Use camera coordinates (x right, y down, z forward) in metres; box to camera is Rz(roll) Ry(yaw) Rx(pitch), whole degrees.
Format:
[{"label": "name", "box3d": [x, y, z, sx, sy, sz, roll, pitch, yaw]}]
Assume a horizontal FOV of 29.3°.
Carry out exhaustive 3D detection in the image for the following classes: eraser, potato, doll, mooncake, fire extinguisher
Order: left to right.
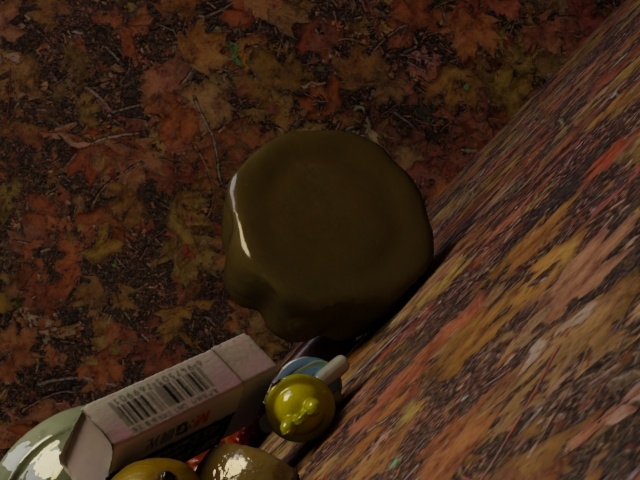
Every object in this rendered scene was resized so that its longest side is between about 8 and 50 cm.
[{"label": "eraser", "box3d": [-0.190, 0.227, 1.584, 0.287, 0.086, 0.130, -22, -32, -43]}, {"label": "potato", "box3d": [-0.136, 0.331, 1.533, 0.120, 0.100, 0.261, -46, 0, -35]}, {"label": "doll", "box3d": [-0.024, 0.216, 1.670, 0.135, 0.099, 0.241, -7, 4, 3]}, {"label": "fire extinguisher", "box3d": [-0.006, 0.216, 2.230, 0.268, 0.072, 0.089, -47, -36, -17]}, {"label": "mooncake", "box3d": [0.000, 0.000, 2.174, 0.378, 0.378, 0.201, -46, -10, -30]}]

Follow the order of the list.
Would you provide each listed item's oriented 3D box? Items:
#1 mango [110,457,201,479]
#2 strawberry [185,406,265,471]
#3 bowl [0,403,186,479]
[{"label": "mango", "box3d": [-0.227, 0.381, 1.457, 0.332, 0.142, 0.195, -57, 14, 41]}, {"label": "strawberry", "box3d": [-0.168, 0.336, 2.282, 0.178, 0.234, 0.234, -3, -34, -47]}, {"label": "bowl", "box3d": [-0.293, 0.388, 1.647, 0.307, 0.307, 0.163, -46, 34, -15]}]
